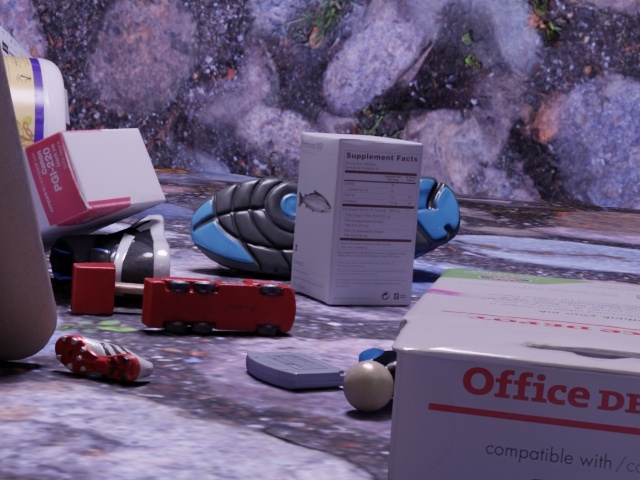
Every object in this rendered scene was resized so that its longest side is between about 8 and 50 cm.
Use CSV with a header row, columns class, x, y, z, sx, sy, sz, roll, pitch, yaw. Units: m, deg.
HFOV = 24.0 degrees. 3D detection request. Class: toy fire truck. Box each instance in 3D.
class,x,y,z,sx,sy,sz,roll,pitch,yaw
toy fire truck,-0.131,0.054,1.418,0.192,0.047,0.135,3,5,-19

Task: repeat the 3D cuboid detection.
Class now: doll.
class,x,y,z,sx,sy,sz,roll,pitch,yaw
doll,0.091,0.100,1.141,0.189,0.046,0.129,-1,7,-43

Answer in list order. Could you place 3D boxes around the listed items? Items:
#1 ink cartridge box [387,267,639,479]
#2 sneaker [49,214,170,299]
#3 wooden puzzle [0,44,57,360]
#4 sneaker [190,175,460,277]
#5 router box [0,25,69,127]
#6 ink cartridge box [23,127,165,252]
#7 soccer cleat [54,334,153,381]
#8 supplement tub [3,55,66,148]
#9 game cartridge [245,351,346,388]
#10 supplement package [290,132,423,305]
class,x,y,z,sx,sy,sz,roll,pitch,yaw
ink cartridge box,0.151,0.098,0.857,0.207,0.119,0.353,6,5,10
sneaker,-0.224,0.013,1.585,0.121,0.079,0.217,3,7,-10
wooden puzzle,-0.383,-0.067,1.151,0.347,0.322,0.080,4,35,13
sneaker,0.000,0.000,1.863,0.340,0.125,0.139,-1,-20,-20
router box,-0.619,-0.242,2.417,0.301,0.082,0.335,-22,-35,16
ink cartridge box,-0.299,-0.039,1.577,0.218,0.092,0.158,-23,-5,24
soccer cleat,-0.166,0.091,1.152,0.083,0.029,0.035,11,0,29
supplement tub,-0.563,-0.163,2.257,0.331,0.241,0.241,2,7,-19
game cartridge,-0.023,0.103,1.190,0.056,0.017,0.083,5,5,-30
supplement package,0.038,-0.025,1.648,0.105,0.179,0.105,1,6,-24
